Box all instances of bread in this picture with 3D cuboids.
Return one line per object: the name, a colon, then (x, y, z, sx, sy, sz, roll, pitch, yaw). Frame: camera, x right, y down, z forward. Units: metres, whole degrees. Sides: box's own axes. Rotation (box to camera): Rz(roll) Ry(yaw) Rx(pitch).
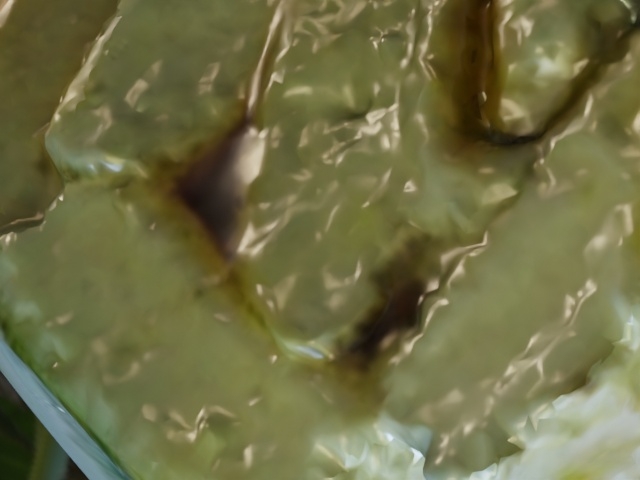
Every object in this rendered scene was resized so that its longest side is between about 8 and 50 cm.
bread: (-0.008, -0.001, 0.639, 0.264, 0.239, 0.395, -48, -125, -7)
